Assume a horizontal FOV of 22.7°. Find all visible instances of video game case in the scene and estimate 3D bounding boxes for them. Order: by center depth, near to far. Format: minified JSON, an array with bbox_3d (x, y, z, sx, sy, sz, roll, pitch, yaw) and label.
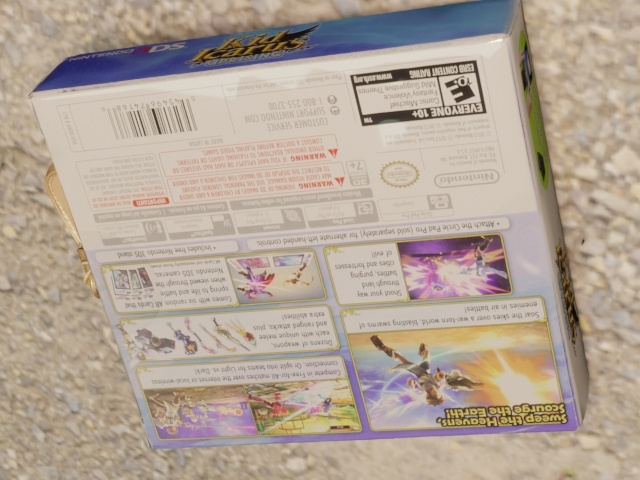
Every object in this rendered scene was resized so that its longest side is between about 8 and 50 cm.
[{"bbox_3d":[0.000,0.000,0.902,0.270,0.061,0.244,-5,118,18],"label":"video game case"}]

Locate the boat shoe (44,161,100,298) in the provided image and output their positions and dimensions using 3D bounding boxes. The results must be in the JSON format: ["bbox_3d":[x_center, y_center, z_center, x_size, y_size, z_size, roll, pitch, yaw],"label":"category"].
[{"bbox_3d":[-0.120,0.017,1.015,0.063,0.059,0.170,-31,103,40],"label":"boat shoe"}]
